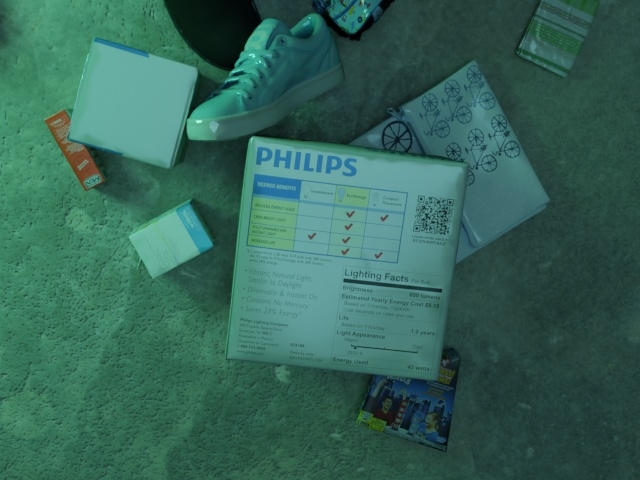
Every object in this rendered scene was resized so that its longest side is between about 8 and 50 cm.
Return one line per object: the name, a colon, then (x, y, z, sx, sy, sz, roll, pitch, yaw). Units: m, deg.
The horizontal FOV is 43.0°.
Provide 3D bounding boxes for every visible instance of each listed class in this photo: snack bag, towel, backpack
snack bag: (0.223, -0.114, 1.514, 0.342, 0.037, 0.323, -32, 102, -7)
towel: (0.442, -0.395, 1.518, 0.113, 0.023, 0.152, 22, 95, -12)
backpack: (0.071, -0.431, 1.391, 0.117, 0.173, 0.158, 38, 95, -11)

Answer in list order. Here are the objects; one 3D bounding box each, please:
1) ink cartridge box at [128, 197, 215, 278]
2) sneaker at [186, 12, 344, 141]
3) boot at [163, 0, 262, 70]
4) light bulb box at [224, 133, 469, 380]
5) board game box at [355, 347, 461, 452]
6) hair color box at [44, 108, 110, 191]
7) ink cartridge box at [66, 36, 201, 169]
ink cartridge box: (-0.276, -0.001, 1.475, 0.143, 0.092, 0.090, -28, 102, -1)
sneaker: (-0.102, -0.280, 1.343, 0.135, 0.366, 0.150, 1, 118, 36)
boot: (-0.206, -0.424, 1.224, 0.146, 0.445, 0.367, -32, 102, 1)
light bulb box: (0.036, 0.018, 1.377, 0.357, 0.225, 0.361, 7, 99, -4)
board game box: (0.188, 0.291, 1.595, 0.194, 0.060, 0.194, 20, 97, -9)
hair color box: (-0.429, -0.161, 1.440, 0.043, 0.072, 0.141, -28, 101, -1)
ink cartridge box: (-0.299, -0.226, 1.360, 0.171, 0.233, 0.168, 15, 96, -8)
